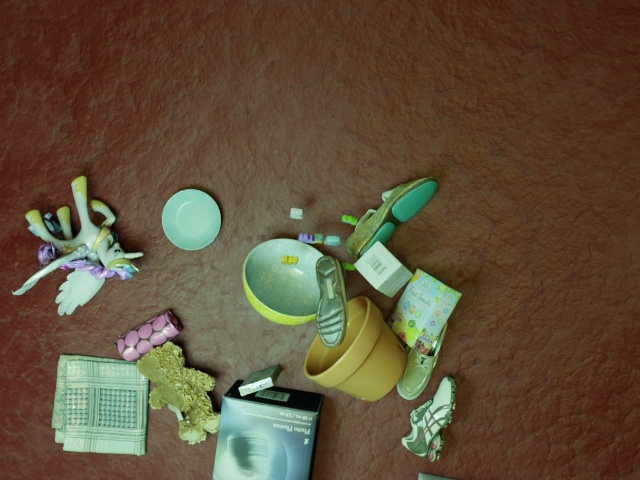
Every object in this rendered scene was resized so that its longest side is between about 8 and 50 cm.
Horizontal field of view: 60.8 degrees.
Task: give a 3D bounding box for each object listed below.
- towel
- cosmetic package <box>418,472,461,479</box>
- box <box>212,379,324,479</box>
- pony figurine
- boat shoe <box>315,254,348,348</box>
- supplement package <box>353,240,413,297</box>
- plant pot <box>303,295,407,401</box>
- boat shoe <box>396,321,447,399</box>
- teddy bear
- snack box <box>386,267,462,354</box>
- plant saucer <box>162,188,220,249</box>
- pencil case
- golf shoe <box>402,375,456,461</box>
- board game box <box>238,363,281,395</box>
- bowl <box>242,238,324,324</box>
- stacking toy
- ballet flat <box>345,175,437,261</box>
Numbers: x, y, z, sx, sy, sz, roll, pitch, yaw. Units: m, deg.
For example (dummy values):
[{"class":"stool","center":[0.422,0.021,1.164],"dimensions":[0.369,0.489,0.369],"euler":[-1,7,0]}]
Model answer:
[{"class":"towel","center":[-0.731,0.545,1.804],"dimensions":[0.324,0.056,0.313],"euler":[4,92,6]},{"class":"cosmetic package","center":[0.469,0.856,1.650],"dimensions":[0.365,0.155,0.197],"euler":[11,92,6]},{"class":"box","center":[-0.159,0.622,1.691],"dimensions":[0.296,0.183,0.294],"euler":[8,94,6]},{"class":"pony figurine","center":[-0.768,0.033,1.709],"dimensions":[0.351,0.303,0.364],"euler":[-36,73,-3]},{"class":"boat shoe","center":[0.044,0.171,1.542],"dimensions":[0.095,0.095,0.258],"euler":[-2,86,23]},{"class":"supplement package","center":[0.192,0.089,1.630],"dimensions":[0.105,0.179,0.105],"euler":[-46,66,4]},{"class":"plant pot","center":[0.119,0.338,1.623],"dimensions":[0.203,0.291,0.291],"euler":[39,95,-14]},{"class":"boat shoe","center":[0.308,0.350,1.680],"dimensions":[0.109,0.094,0.303],"euler":[18,93,5]},{"class":"teddy bear","center":[-0.438,0.484,1.741],"dimensions":[0.338,0.113,0.245],"euler":[41,118,12]},{"class":"snack box","center":[0.304,0.208,1.634],"dimensions":[0.070,0.174,0.207],"euler":[28,93,-25]},{"class":"plant saucer","center":[-0.413,-0.067,1.765],"dimensions":[0.194,0.037,0.195],"euler":[0,91,5]},{"class":"pencil case","center":[-0.556,0.306,1.767],"dimensions":[0.209,0.095,0.098],"euler":[-29,58,4]},{"class":"golf shoe","center":[0.342,0.539,1.682],"dimensions":[0.120,0.105,0.273],"euler":[18,93,12]},{"class":"board game box","center":[-0.185,0.433,1.699],"dimensions":[0.103,0.154,0.026],"euler":[-19,90,6]},{"class":"bowl","center":[-0.107,0.153,1.666],"dimensions":[0.289,0.289,0.156],"euler":[28,136,4]},{"class":"stacking toy","center":[0.000,0.000,1.638],"dimensions":[0.221,0.052,0.167],"euler":[7,72,-1]},{"class":"ballet flat","center":[0.206,-0.082,1.677],"dimensions":[0.123,0.123,0.348],"euler":[41,93,3]}]
